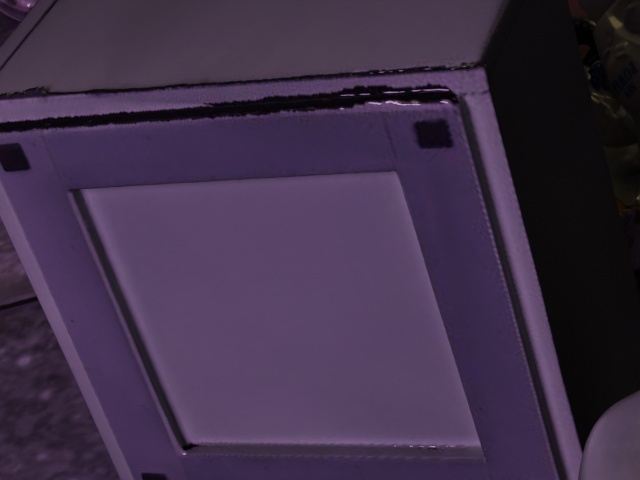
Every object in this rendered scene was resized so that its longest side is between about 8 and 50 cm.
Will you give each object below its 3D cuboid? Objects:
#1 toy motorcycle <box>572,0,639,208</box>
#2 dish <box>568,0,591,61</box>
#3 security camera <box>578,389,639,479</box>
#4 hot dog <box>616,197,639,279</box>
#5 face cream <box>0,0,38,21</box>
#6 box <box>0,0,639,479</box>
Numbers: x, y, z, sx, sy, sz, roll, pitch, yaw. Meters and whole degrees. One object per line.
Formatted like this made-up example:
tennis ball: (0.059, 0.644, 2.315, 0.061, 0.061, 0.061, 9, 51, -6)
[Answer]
toy motorcycle: (0.189, -0.084, 0.879, 0.102, 0.221, 0.150, -35, 81, -28)
dish: (0.211, -0.152, 1.040, 0.213, 0.090, 0.213, -14, 32, 9)
security camera: (0.172, 0.162, 0.617, 0.157, 0.080, 0.301, -12, 43, 7)
hot dog: (0.064, -0.006, 0.906, 0.191, 0.059, 0.108, 3, -4, 23)
face cream: (-0.128, -0.292, 1.410, 0.105, 0.105, 0.348, 4, 40, 32)
box: (0.000, 0.000, 0.800, 0.225, 0.225, 0.117, -2, 37, 26)
